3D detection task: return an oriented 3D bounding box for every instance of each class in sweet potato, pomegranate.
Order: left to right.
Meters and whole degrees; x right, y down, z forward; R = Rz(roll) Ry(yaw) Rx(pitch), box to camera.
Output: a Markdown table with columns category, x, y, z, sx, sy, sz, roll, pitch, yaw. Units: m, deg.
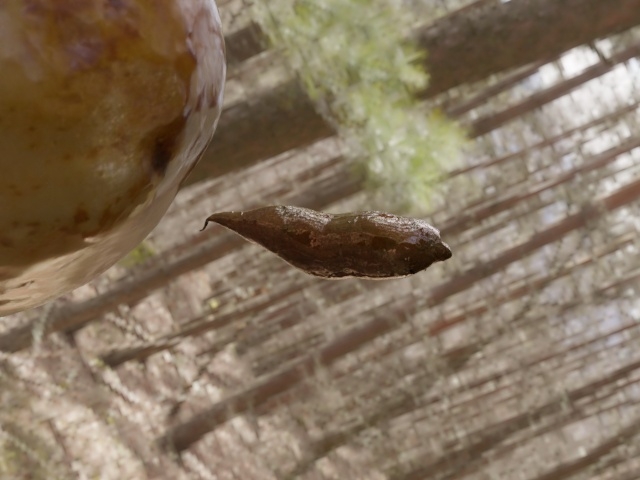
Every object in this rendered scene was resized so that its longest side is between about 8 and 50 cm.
| category | x | y | z | sx | sy | sz | roll | pitch | yaw |
| --- | --- | --- | --- | --- | --- | --- | --- | --- | --- |
| pomegranate | -0.164 | -0.075 | 0.544 | 0.248 | 0.248 | 0.248 | -23 | 90 | -79 |
| sweet potato | 0.000 | 0.000 | 0.909 | 0.056 | 0.195 | 0.056 | 8 | 90 | -71 |
